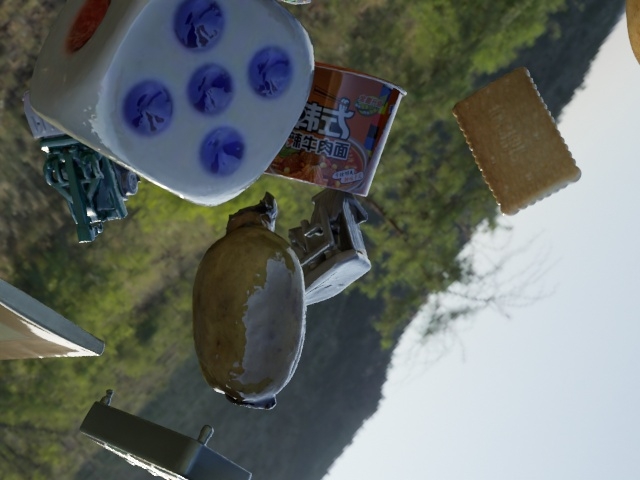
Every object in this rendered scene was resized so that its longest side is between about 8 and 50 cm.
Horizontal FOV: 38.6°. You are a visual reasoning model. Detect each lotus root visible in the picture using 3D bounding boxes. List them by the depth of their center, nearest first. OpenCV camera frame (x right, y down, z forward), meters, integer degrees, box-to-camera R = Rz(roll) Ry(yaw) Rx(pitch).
[{"bbox_3d":[-0.069,0.056,0.907,0.118,0.221,0.125,1,171,-15],"label":"lotus root"}]

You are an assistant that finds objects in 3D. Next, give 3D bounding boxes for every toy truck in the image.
[{"bbox_3d":[-0.525,-0.189,2.004,0.176,0.364,0.178,-6,-159,14],"label":"toy truck"}]

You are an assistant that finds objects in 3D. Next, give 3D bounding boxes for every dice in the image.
[{"bbox_3d":[-0.212,-0.243,1.326,0.277,0.304,0.304,31,-89,53],"label":"dice"}]

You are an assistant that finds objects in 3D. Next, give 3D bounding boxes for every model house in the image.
[{"bbox_3d":[0.007,0.005,1.623,0.122,0.188,0.229,6,152,-30],"label":"model house"}]

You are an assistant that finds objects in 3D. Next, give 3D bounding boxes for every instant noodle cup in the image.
[{"bbox_3d":[0.005,-0.190,1.568,0.250,0.250,0.192,-76,180,-87],"label":"instant noodle cup"}]

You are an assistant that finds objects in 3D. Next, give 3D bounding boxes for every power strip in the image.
[{"bbox_3d":[-0.148,0.231,0.975,0.215,0.145,0.061,6,-120,49],"label":"power strip"}]

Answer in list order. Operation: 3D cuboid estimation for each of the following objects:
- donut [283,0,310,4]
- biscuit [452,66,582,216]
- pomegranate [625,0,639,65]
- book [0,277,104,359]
[{"bbox_3d":[-0.152,-0.565,1.782,0.382,0.382,0.143,-48,156,-72],"label":"donut"},{"bbox_3d":[0.352,-0.179,1.649,0.160,0.250,0.030,-30,157,17],"label":"biscuit"},{"bbox_3d":[0.518,-0.272,1.063,0.322,0.322,0.322,-44,-178,1],"label":"pomegranate"},{"bbox_3d":[-0.526,0.108,1.319,0.388,0.269,0.032,-7,-126,38],"label":"book"}]
